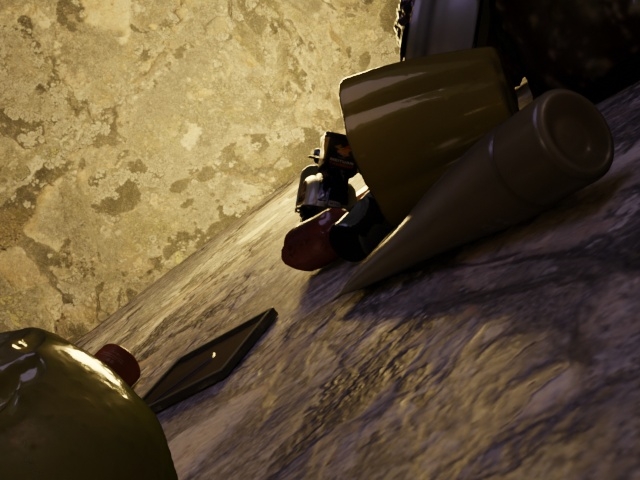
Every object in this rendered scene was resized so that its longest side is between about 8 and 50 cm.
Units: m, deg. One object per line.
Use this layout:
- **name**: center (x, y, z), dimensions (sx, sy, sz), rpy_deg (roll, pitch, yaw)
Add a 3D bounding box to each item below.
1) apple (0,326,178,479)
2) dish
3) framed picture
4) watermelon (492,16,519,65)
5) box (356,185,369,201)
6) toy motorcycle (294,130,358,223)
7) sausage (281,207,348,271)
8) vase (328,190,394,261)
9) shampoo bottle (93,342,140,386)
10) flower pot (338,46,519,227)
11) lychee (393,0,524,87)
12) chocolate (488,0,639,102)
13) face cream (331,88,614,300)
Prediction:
- **apple**: center (-0.198, 0.173, 0.409), dimensions (0.279, 0.279, 0.279), rpy_deg (-36, 8, 6)
- **dish**: center (0.174, -0.269, 1.124), dimensions (0.106, 0.316, 0.316), rpy_deg (9, 23, 12)
- **framed picture**: center (-0.157, 0.166, 1.048), dimensions (0.203, 0.015, 0.150), rpy_deg (-31, 11, 33)
- **watermelon**: center (0.358, -0.349, 1.177), dimensions (0.215, 0.188, 0.188), rpy_deg (-41, 7, 18)
- **box**: center (0.102, -0.102, 1.449), dimensions (0.093, 0.015, 0.058), rpy_deg (-35, 7, 15)
- **toy motorcycle**: center (0.010, -0.078, 1.269), dimensions (0.263, 0.091, 0.157), rpy_deg (166, 116, -82)
- **sausage**: center (0.000, 0.000, 1.123), dimensions (0.141, 0.076, 0.076), rpy_deg (-30, 10, 46)
- **vase**: center (0.090, -0.051, 1.068), dimensions (0.060, 0.060, 0.211), rpy_deg (-27, 13, 49)
- **shampoo bottle**: center (-0.378, 0.257, 1.223), dimensions (0.085, 0.085, 0.244), rpy_deg (-29, 13, 41)
- **flower pot**: center (0.140, -0.130, 0.927), dimensions (0.179, 0.195, 0.195), rpy_deg (-18, 15, 21)
- **lychee**: center (0.254, -0.365, 1.390), dimensions (0.236, 0.271, 0.236), rpy_deg (-27, 17, 9)
- **chocolate**: center (0.354, -0.319, 0.957), dimensions (0.340, 0.210, 0.225), rpy_deg (-32, 8, 28)
- **face cream**: center (0.128, -0.028, 0.769), dimensions (0.137, 0.084, 0.341), rpy_deg (-43, 3, -33)
